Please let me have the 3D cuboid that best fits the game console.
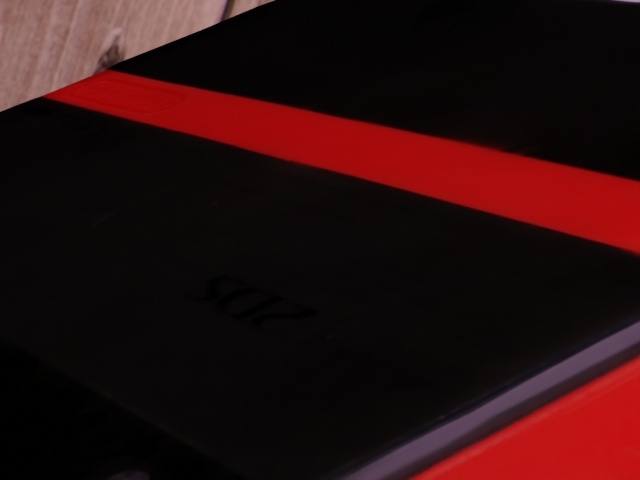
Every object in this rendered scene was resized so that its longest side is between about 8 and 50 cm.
[{"bbox_3d":[0.000,0.000,0.539,0.342,0.060,0.386,-25,22,-25],"label":"game console"}]
